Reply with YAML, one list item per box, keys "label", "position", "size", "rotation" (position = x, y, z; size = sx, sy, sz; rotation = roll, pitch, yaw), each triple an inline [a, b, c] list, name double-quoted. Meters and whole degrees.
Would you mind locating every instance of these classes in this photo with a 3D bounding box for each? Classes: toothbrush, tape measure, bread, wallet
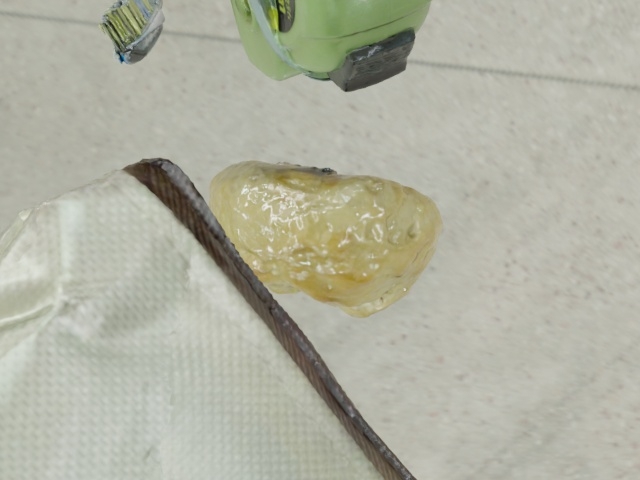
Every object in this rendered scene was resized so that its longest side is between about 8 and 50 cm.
- label: "toothbrush"
  position: [-0.117, -0.231, 1.125]
  size: [0.035, 0.413, 0.042]
  rotation: [-20, 118, 14]
- label: "tape measure"
  position: [0.000, -0.155, 0.734]
  size: [0.087, 0.177, 0.154]
  rotation: [-24, 32, -13]
- label: "bread"
  position: [0.000, 0.000, 1.524]
  size: [0.244, 0.244, 0.134]
  rotation: [12, 86, 22]
- label: "wallet"
  position: [-0.042, 0.159, 0.524]
  size: [0.275, 0.068, 0.335]
  rotation: [-45, 101, -27]
